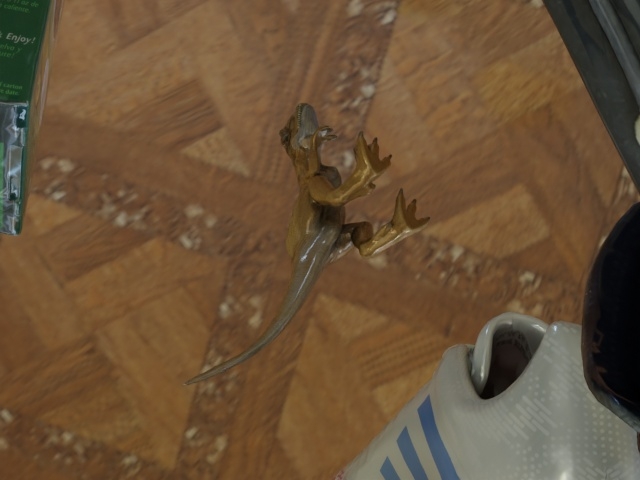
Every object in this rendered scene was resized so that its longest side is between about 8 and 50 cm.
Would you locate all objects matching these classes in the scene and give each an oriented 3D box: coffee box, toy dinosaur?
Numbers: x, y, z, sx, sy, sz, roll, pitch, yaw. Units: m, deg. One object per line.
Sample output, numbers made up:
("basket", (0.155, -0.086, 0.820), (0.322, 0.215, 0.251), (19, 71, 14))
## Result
("coffee box", (-0.152, -0.108, 0.811), (0.040, 0.184, 0.113), (9, 146, -7))
("toy dinosaur", (0.000, 0.000, 0.946), (0.112, 0.211, 0.064), (-29, 123, 34))

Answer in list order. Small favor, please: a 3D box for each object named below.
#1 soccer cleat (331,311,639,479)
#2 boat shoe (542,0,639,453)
("soccer cleat", (0.088, 0.116, 0.871), (0.116, 0.331, 0.143), (9, 79, -17))
("boat shoe", (0.171, 0.031, 0.546), (0.156, 0.187, 0.500), (-15, 117, 15))
